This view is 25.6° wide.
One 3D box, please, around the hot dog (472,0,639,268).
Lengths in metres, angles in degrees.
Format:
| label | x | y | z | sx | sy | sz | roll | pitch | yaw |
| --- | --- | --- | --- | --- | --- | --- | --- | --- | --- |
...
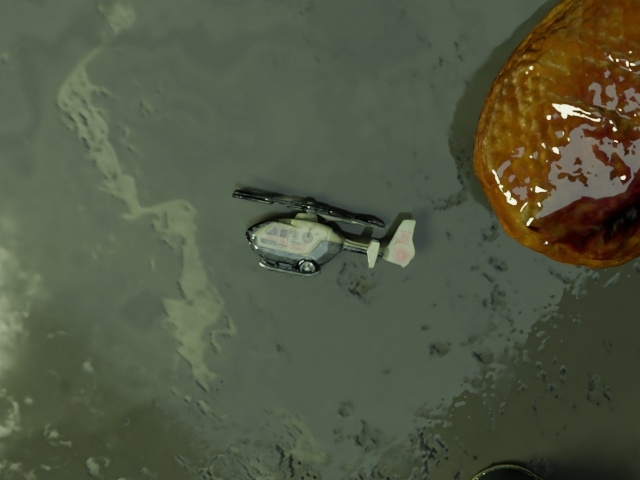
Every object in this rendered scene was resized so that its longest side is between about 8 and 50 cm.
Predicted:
| label | x | y | z | sx | sy | sz | roll | pitch | yaw |
| --- | --- | --- | --- | --- | --- | --- | --- | --- | --- |
| hot dog | 0.195 | -0.082 | 0.845 | 0.227 | 0.099 | 0.160 | -37 | 99 | 6 |

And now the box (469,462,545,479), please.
| label | x | y | z | sx | sy | sz | roll | pitch | yaw |
| --- | --- | --- | --- | --- | --- | --- | --- | --- | --- |
| box | 0.119 | 0.263 | 0.908 | 0.144 | 0.090 | 0.201 | 35 | 97 | -8 |

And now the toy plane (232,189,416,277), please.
| label | x | y | z | sx | sy | sz | roll | pitch | yaw |
| --- | --- | --- | --- | --- | --- | --- | --- | --- | --- |
| toy plane | 0.000 | 0.000 | 0.889 | 0.121 | 0.031 | 0.049 | 11 | 91 | -1 |
